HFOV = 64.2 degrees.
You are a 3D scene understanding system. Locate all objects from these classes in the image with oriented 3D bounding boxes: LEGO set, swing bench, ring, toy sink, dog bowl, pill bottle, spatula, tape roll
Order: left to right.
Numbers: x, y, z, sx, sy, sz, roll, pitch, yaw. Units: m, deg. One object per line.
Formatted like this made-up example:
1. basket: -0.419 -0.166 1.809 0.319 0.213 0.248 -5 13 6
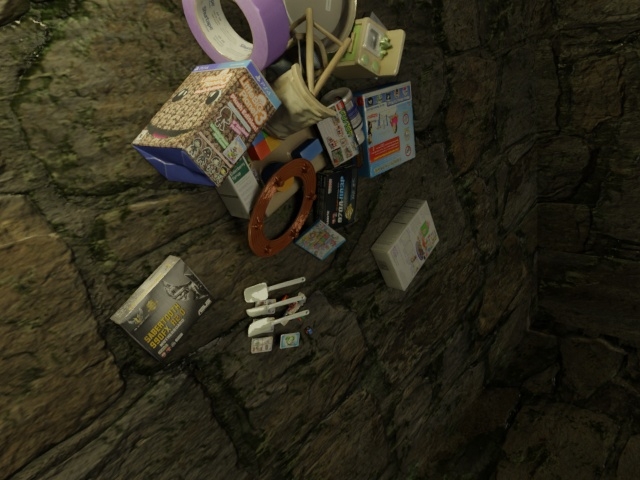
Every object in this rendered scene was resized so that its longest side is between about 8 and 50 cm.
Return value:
1. tape roll: -0.211 -0.551 1.265 0.090 0.275 0.274 -48 131 -28
2. spatula: -0.139 0.208 1.683 0.242 0.019 0.168 -13 102 -35
3. LEGO set: -0.131 0.277 1.743 0.244 0.060 0.182 -1 100 -36
4. ring: -0.105 -0.095 1.586 0.336 0.032 0.336 -47 152 -34
5. swing bench: -0.071 -0.441 1.401 0.165 0.253 0.254 24 70 -33
6. dog bowl: -0.045 -0.727 1.523 0.349 0.102 0.348 -17 114 -41
7. pill bottle: 0.082 -0.416 1.750 0.112 0.112 0.186 -50 133 -28
8. toy sink: 0.134 -0.625 1.666 0.131 0.234 0.152 9 93 -49

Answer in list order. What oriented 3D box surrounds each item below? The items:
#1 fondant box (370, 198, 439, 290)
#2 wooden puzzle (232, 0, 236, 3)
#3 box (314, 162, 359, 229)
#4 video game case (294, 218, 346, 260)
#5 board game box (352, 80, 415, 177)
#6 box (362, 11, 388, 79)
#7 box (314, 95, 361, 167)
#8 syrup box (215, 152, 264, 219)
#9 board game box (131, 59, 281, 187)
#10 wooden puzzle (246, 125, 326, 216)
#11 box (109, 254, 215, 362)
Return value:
1. fondant box: 0.370 0.015 2.189 0.330 0.096 0.238 -49 131 -28
2. wooden puzzle: -0.257 -0.783 1.334 0.221 0.044 0.238 11 91 -49
3. box: 0.058 -0.151 1.809 0.175 0.051 0.220 -22 124 -44
4. video game case: 0.000 0.000 1.783 0.119 0.015 0.166 -41 138 13
5. board game box: 0.235 -0.427 1.937 0.308 0.086 0.301 -28 119 -41
6. box: 0.183 -0.704 1.850 0.145 0.038 0.186 28 79 -48
7. box: 0.052 -0.354 1.678 0.114 0.036 0.207 -31 127 -8
8. syrup box: -0.246 -0.182 1.452 0.093 0.096 0.236 -49 132 -31
9. board game box: -0.284 -0.294 1.280 0.291 0.232 0.141 -59 135 -21
10. wooden puzzle: -0.116 -0.292 1.583 0.322 0.081 0.347 -46 130 -32
11. box: -0.418 0.183 1.378 0.231 0.056 0.183 -52 133 -27
